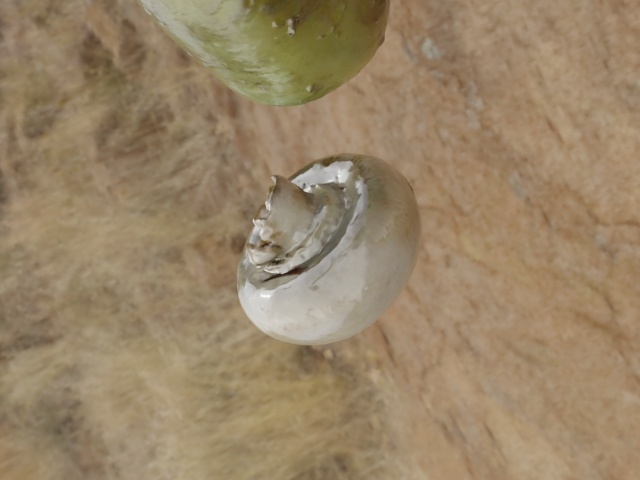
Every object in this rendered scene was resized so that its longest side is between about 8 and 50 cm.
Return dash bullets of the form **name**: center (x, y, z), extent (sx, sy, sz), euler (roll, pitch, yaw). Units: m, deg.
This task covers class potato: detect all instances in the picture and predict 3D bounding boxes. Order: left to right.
- **potato**: center (-0.053, -0.219, 0.839), extent (0.307, 0.173, 0.210), euler (28, -130, -69)

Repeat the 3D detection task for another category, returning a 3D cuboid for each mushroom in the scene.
- **mushroom**: center (0.000, 0.000, 1.229), extent (0.178, 0.226, 0.226), euler (45, 168, -24)
